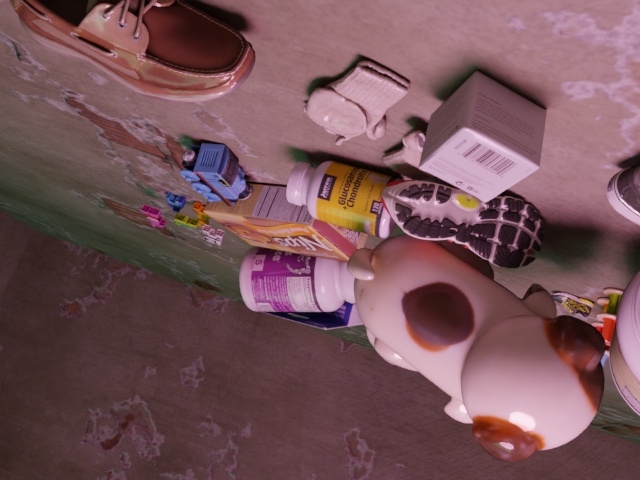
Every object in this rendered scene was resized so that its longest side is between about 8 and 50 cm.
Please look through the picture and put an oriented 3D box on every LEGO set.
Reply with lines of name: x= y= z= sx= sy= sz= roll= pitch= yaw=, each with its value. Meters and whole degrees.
LEGO set: x=-0.342 y=-0.053 z=1.711 sx=0.227 sy=0.087 sz=0.093 roll=19 pitch=150 yaw=9

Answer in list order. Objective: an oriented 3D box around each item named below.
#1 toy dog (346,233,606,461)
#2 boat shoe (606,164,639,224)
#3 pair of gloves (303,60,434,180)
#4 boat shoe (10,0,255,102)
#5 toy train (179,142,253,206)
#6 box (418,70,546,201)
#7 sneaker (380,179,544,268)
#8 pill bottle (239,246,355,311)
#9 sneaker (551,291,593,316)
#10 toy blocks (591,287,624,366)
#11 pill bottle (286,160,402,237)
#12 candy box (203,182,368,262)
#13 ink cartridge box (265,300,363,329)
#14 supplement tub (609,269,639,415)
toy dog: x=0.259 y=0.148 z=1.020 sx=0.395 sy=0.284 sz=0.408 roll=46 pitch=177 yaw=-41
boat shoe: x=0.450 y=-0.025 z=0.763 sx=0.219 sy=0.078 sz=0.070 roll=24 pitch=166 yaw=-4
pair of gloves: x=0.096 y=-0.145 z=0.887 sx=0.240 sy=0.042 sz=0.204 roll=28 pitch=164 yaw=-23
boat shoe: x=-0.237 y=-0.261 z=0.780 sx=0.324 sy=0.123 sz=0.116 roll=17 pitch=163 yaw=7
toy train: x=-0.202 y=-0.127 z=1.289 sx=0.105 sy=0.080 sz=0.184 roll=8 pitch=162 yaw=21
box: x=0.185 y=-0.116 z=0.745 sx=0.101 sy=0.087 sz=0.102 roll=24 pitch=152 yaw=-14
sneaker: x=0.222 y=-0.041 z=1.009 sx=0.278 sy=0.107 sz=0.118 roll=19 pitch=-170 yaw=-19
pill bottle: x=-0.032 y=0.091 z=1.593 sx=0.301 sy=0.170 sz=0.169 roll=-2 pitch=158 yaw=20
sneaker: x=0.508 y=0.130 z=1.316 sx=0.083 sy=0.035 sz=0.031 roll=15 pitch=164 yaw=20
toy blocks: x=0.536 y=0.176 z=1.220 sx=0.054 sy=0.148 sz=0.123 roll=15 pitch=165 yaw=19
pill bottle: x=0.041 y=-0.075 z=1.088 sx=0.184 sy=0.103 sz=0.103 roll=16 pitch=165 yaw=15
candy box: x=-0.077 y=-0.042 z=1.395 sx=0.316 sy=0.088 sz=0.183 roll=8 pitch=161 yaw=38
ink cartridge box: x=0.035 y=0.166 z=1.761 sx=0.330 sy=0.072 sz=0.324 roll=0 pitch=-175 yaw=-41
supplement tub: x=0.546 y=0.147 z=0.929 sx=0.235 sy=0.236 sz=0.325 roll=14 pitch=164 yaw=26
